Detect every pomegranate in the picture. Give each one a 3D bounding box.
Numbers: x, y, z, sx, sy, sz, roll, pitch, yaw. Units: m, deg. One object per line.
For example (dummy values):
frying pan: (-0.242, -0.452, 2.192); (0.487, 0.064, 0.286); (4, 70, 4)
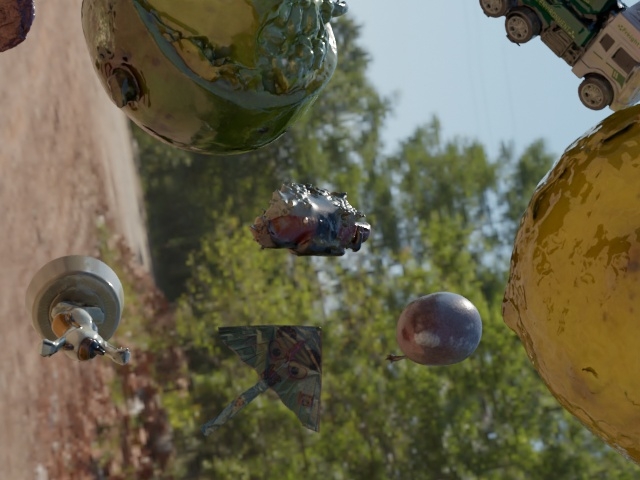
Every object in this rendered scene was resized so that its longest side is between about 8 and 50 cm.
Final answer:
pomegranate: (-0.093, -0.222, 1.149); (0.341, 0.260, 0.260); (-29, 117, -49)

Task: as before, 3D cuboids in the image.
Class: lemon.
lemon: (0.353, 0.045, 1.016); (0.387, 0.350, 0.350); (15, 56, -50)

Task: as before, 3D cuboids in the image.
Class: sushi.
sushi: (-0.016, -0.028, 1.590); (0.097, 0.226, 0.103); (13, -86, 44)

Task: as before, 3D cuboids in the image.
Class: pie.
pie: (-0.492, -0.352, 1.662); (0.036, 0.154, 0.154); (-46, 130, -67)

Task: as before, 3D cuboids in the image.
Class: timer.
timer: (-0.413, 0.144, 1.916); (0.266, 0.175, 0.175); (-132, -148, -68)

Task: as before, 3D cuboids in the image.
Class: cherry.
cherry: (0.146, 0.143, 1.678); (0.115, 0.188, 0.148); (68, 26, -12)

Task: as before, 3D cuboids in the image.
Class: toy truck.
toy truck: (0.268, -0.241, 1.139); (0.216, 0.110, 0.116); (48, -36, 12)

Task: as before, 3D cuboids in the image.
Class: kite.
kite: (-0.085, 0.222, 1.754); (0.229, 0.250, 0.012); (48, -15, 0)
